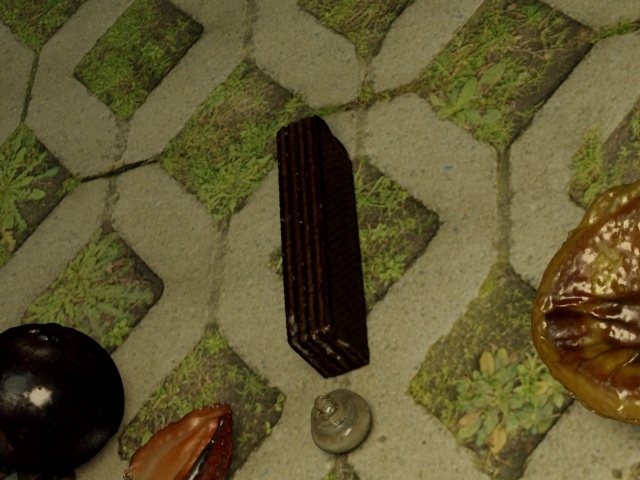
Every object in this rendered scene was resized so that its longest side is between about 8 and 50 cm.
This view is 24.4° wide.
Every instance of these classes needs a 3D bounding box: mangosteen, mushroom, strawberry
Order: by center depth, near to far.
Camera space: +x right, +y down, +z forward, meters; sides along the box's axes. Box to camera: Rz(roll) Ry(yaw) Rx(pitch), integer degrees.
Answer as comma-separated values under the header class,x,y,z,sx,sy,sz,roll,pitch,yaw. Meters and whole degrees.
class,x,y,z,sx,sy,sz,roll,pitch,yaw
mushroom,0.019,0.220,1.850,0.085,0.079,0.085,-16,49,19
strawberry,-0.179,0.304,1.911,0.140,0.085,0.192,-7,49,38
mangosteen,-0.384,0.243,2.016,0.228,0.228,0.265,23,109,41

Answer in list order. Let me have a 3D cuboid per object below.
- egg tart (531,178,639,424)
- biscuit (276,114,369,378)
class,x,y,z,sx,sy,sz,roll,pitch,yaw
egg tart,0.413,0.071,1.661,0.351,0.153,0.339,-28,46,12
biscuit,0.000,0.000,2.008,0.073,0.107,0.388,-21,48,22
